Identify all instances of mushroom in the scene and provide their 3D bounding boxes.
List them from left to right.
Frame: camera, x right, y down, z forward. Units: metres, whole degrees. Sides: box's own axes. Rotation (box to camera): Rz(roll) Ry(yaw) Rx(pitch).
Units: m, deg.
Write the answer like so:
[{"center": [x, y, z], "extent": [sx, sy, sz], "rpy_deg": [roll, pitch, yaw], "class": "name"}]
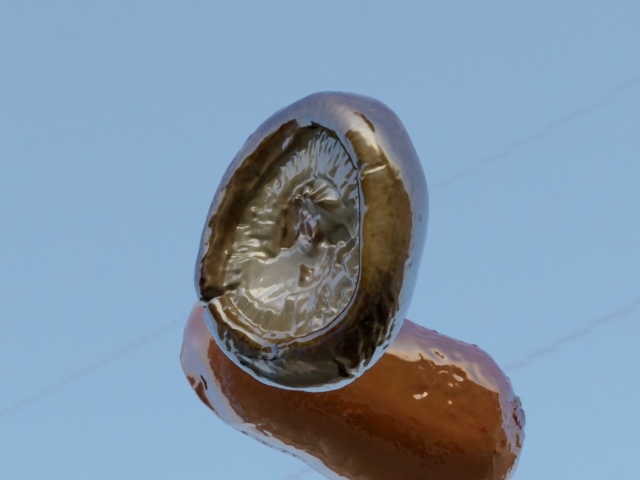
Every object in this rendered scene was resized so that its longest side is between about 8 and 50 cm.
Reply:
[{"center": [0.000, 0.000, 0.723], "extent": [0.052, 0.123, 0.123], "rpy_deg": [14, -58, -41], "class": "mushroom"}]

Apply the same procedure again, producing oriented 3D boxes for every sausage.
[{"center": [0.022, 0.108, 1.282], "extent": [0.258, 0.133, 0.133], "rpy_deg": [25, -63, 0], "class": "sausage"}]
